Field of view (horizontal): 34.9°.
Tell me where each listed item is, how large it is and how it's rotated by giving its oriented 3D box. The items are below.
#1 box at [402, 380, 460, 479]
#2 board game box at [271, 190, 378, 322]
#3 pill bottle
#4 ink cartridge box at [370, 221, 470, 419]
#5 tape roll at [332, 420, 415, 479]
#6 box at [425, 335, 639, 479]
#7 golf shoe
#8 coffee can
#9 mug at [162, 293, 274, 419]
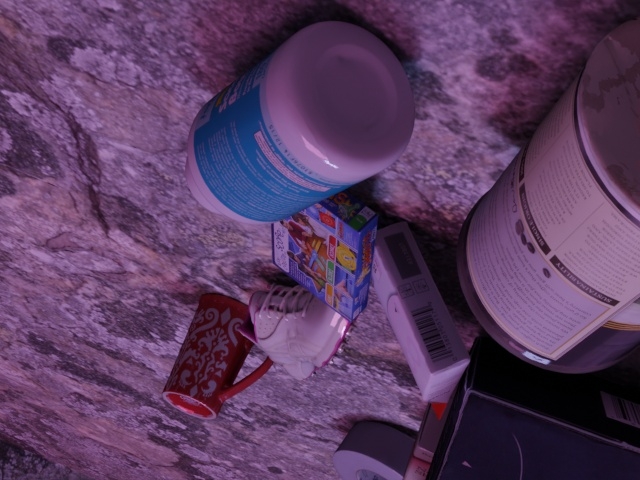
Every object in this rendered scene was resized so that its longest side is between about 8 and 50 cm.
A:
[{"bbox_3d":[0.222,0.324,1.584,0.148,0.127,0.232,19,153,9],"label":"box"},{"bbox_3d":[0.000,0.000,1.206,0.136,0.035,0.201,37,153,20],"label":"board game box"},{"bbox_3d":[-0.038,-0.100,0.998,0.146,0.146,0.264,34,151,-21],"label":"pill bottle"},{"bbox_3d":[0.105,0.113,1.246,0.066,0.189,0.232,-16,155,-16],"label":"ink cartridge box"},{"bbox_3d":[0.131,0.426,1.850,0.219,0.072,0.219,28,150,18],"label":"tape roll"},{"bbox_3d":[0.335,0.436,1.253,0.479,0.472,0.297,19,-170,9],"label":"box"},{"bbox_3d":[-0.031,0.110,1.417,0.140,0.115,0.306,30,152,-5],"label":"golf shoe"},{"bbox_3d":[0.251,-0.026,0.844,0.201,0.202,0.275,24,153,-1],"label":"coffee can"},{"bbox_3d":[-0.160,0.182,1.579,0.150,0.169,0.113,-8,139,46],"label":"mug"}]
